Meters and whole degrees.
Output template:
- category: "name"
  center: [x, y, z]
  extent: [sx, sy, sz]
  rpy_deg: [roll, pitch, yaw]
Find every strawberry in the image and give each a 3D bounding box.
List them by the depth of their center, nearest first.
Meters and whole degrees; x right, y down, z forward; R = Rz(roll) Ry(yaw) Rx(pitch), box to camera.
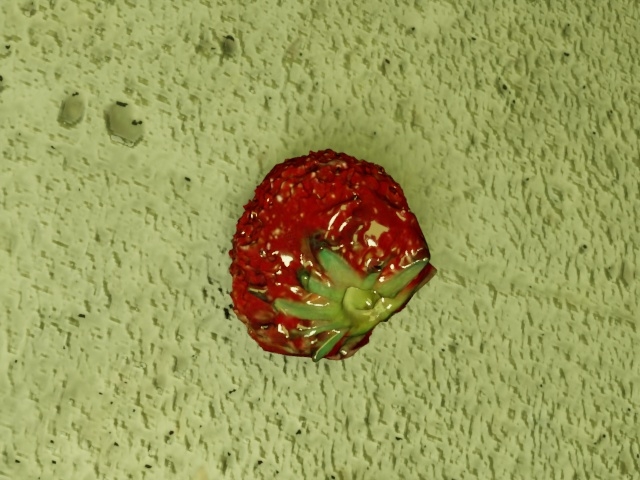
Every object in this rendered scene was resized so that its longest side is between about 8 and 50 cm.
- category: "strawberry"
  center: [0.000, 0.000, 1.586]
  extent: [0.184, 0.187, 0.201]
  rpy_deg: [-16, 47, -6]
